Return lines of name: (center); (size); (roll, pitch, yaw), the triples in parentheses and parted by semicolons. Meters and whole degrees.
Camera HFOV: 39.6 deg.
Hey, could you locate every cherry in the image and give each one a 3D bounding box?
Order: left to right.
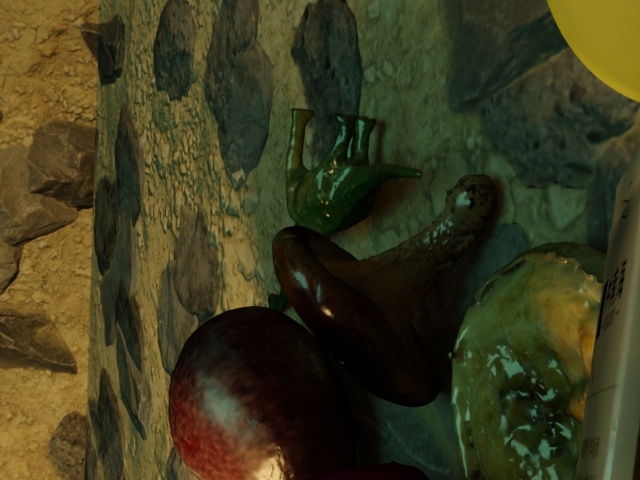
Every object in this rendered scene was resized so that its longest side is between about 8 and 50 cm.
cherry: (-0.070, 0.205, 1.062); (0.300, 0.203, 0.230); (33, 117, 43)

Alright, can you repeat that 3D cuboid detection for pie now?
pie: (0.188, 0.137, 0.708); (0.274, 0.055, 0.274); (-5, 85, 63)

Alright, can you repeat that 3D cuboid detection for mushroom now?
mushroom: (0.093, 0.034, 0.841); (0.218, 0.227, 0.148); (-37, 24, 13)

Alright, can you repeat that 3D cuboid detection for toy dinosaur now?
toy dinosaur: (0.000, 0.000, 1.033); (0.447, 0.087, 0.300); (-142, 61, -71)

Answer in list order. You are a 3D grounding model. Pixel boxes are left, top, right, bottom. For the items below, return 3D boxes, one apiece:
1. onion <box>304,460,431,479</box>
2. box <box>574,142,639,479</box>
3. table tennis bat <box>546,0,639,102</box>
onion: (-0.015, 0.394, 0.705); (0.398, 0.420, 0.398); (14, 107, 57)
box: (0.202, 0.063, 0.529); (0.155, 0.067, 0.242); (53, -132, -75)
table tennis bat: (0.211, -0.251, 0.539); (0.224, 0.054, 0.368); (-20, 96, 44)
